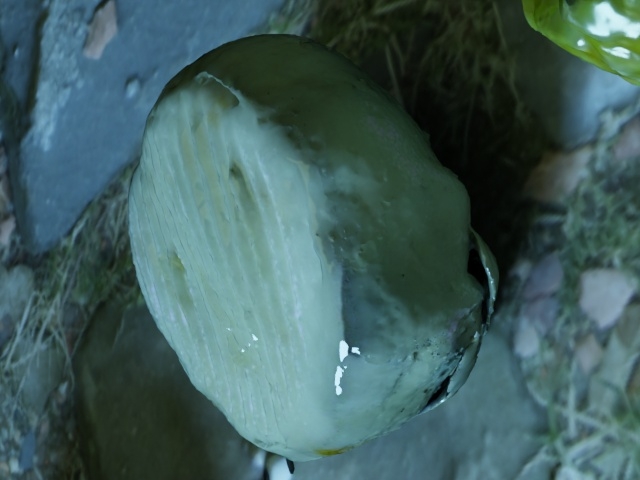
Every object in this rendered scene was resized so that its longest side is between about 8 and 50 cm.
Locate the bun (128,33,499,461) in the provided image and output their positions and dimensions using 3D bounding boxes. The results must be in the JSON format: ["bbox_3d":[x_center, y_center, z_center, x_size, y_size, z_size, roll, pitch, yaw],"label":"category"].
[{"bbox_3d":[0.000,0.000,1.079,0.239,0.141,0.239,36,138,40],"label":"bun"}]

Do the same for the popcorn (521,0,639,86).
[{"bbox_3d":[0.158,-0.171,0.868,0.198,0.212,0.198,-10,59,16],"label":"popcorn"}]
